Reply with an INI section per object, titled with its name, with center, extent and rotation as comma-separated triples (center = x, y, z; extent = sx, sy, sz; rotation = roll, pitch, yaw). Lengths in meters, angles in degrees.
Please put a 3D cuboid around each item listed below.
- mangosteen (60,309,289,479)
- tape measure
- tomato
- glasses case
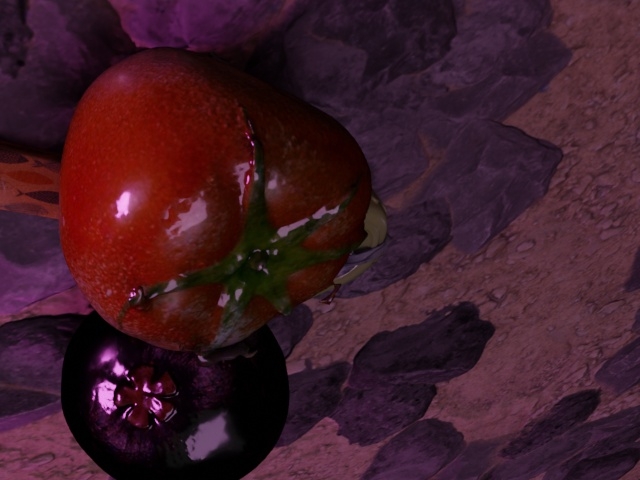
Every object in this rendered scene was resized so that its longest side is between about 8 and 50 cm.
[mangosteen]
center = -0.167, 0.176, 1.209
extent = 0.275, 0.275, 0.302
rotation = -34, 175, 8
[tape measure]
center = 0.000, 0.000, 1.200
extent = 0.200, 0.106, 0.175
rotation = -19, 147, -15
[tomato]
center = -0.108, -0.048, 0.948
extent = 0.303, 0.239, 0.303
rotation = -22, 141, -19
[glasses case]
center = -0.298, -0.063, 0.982
extent = 0.170, 0.041, 0.064
rotation = 11, 110, -41
